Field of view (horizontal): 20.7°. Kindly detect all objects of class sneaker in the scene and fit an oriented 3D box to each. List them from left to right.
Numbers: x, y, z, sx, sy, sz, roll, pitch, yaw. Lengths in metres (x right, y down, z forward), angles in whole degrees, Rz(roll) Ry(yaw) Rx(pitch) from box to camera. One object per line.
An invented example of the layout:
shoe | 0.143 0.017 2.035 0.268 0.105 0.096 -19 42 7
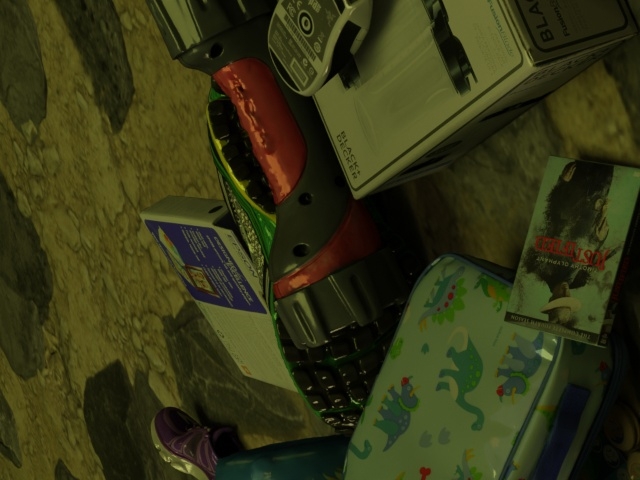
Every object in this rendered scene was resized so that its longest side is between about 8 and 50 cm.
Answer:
sneaker | -0.120 0.224 1.923 0.170 0.068 0.071 33 120 40
sneaker | 0.000 0.000 1.482 0.146 0.134 0.343 169 83 -82

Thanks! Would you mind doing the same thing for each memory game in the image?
memory game | 0.202 0.183 1.306 0.186 0.012 0.186 42 142 44

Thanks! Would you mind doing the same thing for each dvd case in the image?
dvd case | 0.171 0.006 1.167 0.087 0.013 0.119 14 89 49

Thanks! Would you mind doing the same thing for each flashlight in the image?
flashlight | -0.040 -0.069 1.356 0.304 0.103 0.103 63 -163 -2

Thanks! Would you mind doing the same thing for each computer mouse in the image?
computer mouse | 0.015 -0.176 1.204 0.106 0.042 0.193 57 145 19

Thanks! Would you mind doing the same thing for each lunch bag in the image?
lunch bag | 0.116 0.132 1.259 0.176 0.090 0.219 29 99 54

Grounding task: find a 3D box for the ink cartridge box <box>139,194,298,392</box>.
ink cartridge box | -0.062 0.053 1.629 0.206 0.045 0.208 59 159 -20

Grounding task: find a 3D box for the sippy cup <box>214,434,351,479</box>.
sippy cup | 0.004 0.288 1.549 0.306 0.240 0.224 -10 87 21

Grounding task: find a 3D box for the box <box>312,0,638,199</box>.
box | 0.085 -0.154 1.227 0.169 0.087 0.290 67 154 8
